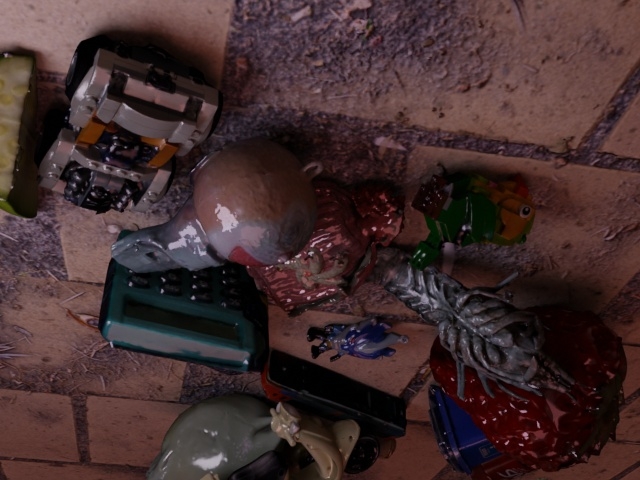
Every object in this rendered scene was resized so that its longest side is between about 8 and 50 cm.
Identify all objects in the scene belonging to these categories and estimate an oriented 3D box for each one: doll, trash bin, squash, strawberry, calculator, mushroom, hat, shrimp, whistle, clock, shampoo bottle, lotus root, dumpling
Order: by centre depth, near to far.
[{"bbox_3d":[-0.445,-0.138,1.080,0.111,0.203,0.289,9,179,-13],"label":"squash"},{"bbox_3d":[-0.139,-0.017,1.086,0.348,0.189,0.189,-26,137,21],"label":"whistle"},{"bbox_3d":[0.223,-0.034,1.139,0.187,0.106,0.134,-7,106,-16],"label":"doll"},{"bbox_3d":[0.000,0.000,1.195,0.287,0.107,0.236,-21,121,21],"label":"hat"},{"bbox_3d":[-0.207,0.086,1.216,0.249,0.274,0.058,16,119,-18],"label":"calculator"},{"bbox_3d":[0.240,0.130,1.248,0.221,0.411,0.166,-59,157,15],"label":"shrimp"},{"bbox_3d":[0.376,0.248,1.452,0.345,0.295,0.317,21,165,35],"label":"strawberry"},{"bbox_3d":[0.074,0.193,1.513,0.195,0.070,0.095,-5,114,13],"label":"doll"},{"bbox_3d":[-0.073,0.485,1.638,0.379,0.120,0.276,-42,124,-6],"label":"clock"},{"bbox_3d":[0.364,0.384,1.707,0.235,0.184,0.162,-21,141,11],"label":"trash bin"},{"bbox_3d":[-0.212,0.443,1.769,0.321,0.270,0.211,12,123,0],"label":"dumpling"},{"bbox_3d":[-0.040,0.526,1.879,0.173,0.173,0.309,13,158,-16],"label":"lotus root"},{"bbox_3d":[0.104,0.488,1.914,0.097,0.088,0.213,-45,134,14],"label":"mushroom"},{"bbox_3d":[0.509,0.560,2.014,0.118,0.076,0.314,17,142,-26],"label":"shampoo bottle"}]

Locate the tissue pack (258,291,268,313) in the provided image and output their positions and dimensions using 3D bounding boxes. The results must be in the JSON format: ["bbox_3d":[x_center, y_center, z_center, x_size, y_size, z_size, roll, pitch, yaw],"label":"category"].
[{"bbox_3d":[-0.192,0.130,1.411,0.169,0.082,0.120,21,139,-25],"label":"tissue pack"}]

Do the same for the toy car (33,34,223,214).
[{"bbox_3d":[-0.255,-0.129,1.018,0.193,0.118,0.301,16,141,-29],"label":"toy car"}]

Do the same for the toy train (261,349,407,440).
[{"bbox_3d":[0.023,0.343,1.707,0.410,0.086,0.089,27,139,-32],"label":"toy train"}]

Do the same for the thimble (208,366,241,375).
[{"bbox_3d":[-0.182,0.215,1.521,0.104,0.095,0.066,-22,142,15],"label":"thimble"}]
